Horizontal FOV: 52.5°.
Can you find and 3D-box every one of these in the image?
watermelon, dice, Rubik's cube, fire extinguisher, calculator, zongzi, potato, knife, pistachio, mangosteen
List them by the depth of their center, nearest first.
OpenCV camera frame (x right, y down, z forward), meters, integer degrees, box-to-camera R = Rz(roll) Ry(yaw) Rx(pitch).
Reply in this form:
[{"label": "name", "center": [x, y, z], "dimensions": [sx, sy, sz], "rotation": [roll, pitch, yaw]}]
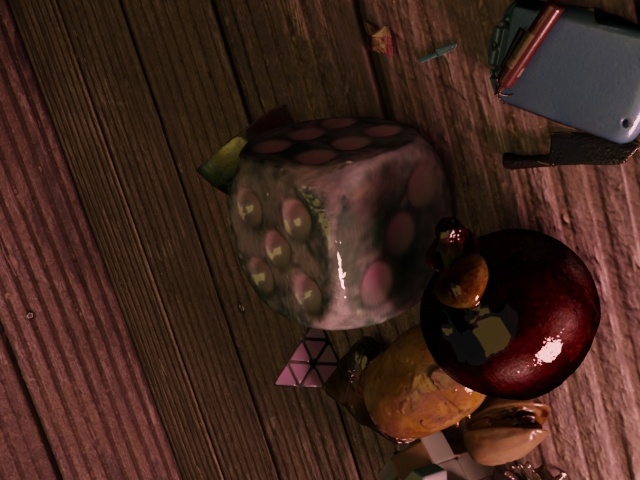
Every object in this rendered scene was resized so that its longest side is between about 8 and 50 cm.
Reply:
[{"label": "calculator", "center": [0.375, -0.257, 0.962], "dimensions": [0.293, 0.051, 0.172], "rotation": [33, 131, 37]}, {"label": "fire extinguisher", "center": [0.299, -0.284, 0.972], "dimensions": [0.049, 0.035, 0.173], "rotation": [47, 137, 19]}, {"label": "knife", "center": [0.393, -0.144, 1.032], "dimensions": [0.231, 0.028, 0.059], "rotation": [5, 101, 49]}, {"label": "mangosteen", "center": [0.295, 0.116, 1.066], "dimensions": [0.297, 0.293, 0.296], "rotation": [-11, 74, 43]}, {"label": "knife", "center": [0.210, -0.338, 1.164], "dimensions": [0.091, 0.005, 0.014], "rotation": [-6, 106, 53]}, {"label": "dice", "center": [0.038, -0.047, 1.273], "dimensions": [0.331, 0.328, 0.348], "rotation": [14, 120, 47]}, {"label": "pistachio", "center": [0.366, 0.375, 1.279], "dimensions": [0.206, 0.131, 0.129], "rotation": [-40, 36, 49]}, {"label": "potato", "center": [0.235, 0.268, 1.313], "dimensions": [0.229, 0.229, 0.266], "rotation": [51, 140, 20]}, {"label": "Rubik's cube", "center": [0.244, 0.531, 1.411], "dimensions": [0.212, 0.266, 0.224], "rotation": [110, 151, -46]}, {"label": "zongzi", "center": [0.137, 0.371, 1.582], "dimensions": [0.242, 0.112, 0.221], "rotation": [44, 139, 16]}, {"label": "watermelon", "center": [-0.137, -0.201, 1.597], "dimensions": [0.262, 0.201, 0.213], "rotation": [28, 149, -21]}, {"label": "Rubik's cube", "center": [-0.012, 0.369, 1.749], "dimensions": [0.178, 0.190, 0.211], "rotation": [31, 139, 15]}]

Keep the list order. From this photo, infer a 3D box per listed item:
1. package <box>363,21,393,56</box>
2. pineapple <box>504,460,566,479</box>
[{"label": "package", "center": [0.108, -0.388, 1.247], "dimensions": [0.083, 0.029, 0.059], "rotation": [34, 142, 51]}, {"label": "pineapple", "center": [0.407, 0.570, 1.313], "dimensions": [0.169, 0.169, 0.340], "rotation": [17, 118, 46]}]
